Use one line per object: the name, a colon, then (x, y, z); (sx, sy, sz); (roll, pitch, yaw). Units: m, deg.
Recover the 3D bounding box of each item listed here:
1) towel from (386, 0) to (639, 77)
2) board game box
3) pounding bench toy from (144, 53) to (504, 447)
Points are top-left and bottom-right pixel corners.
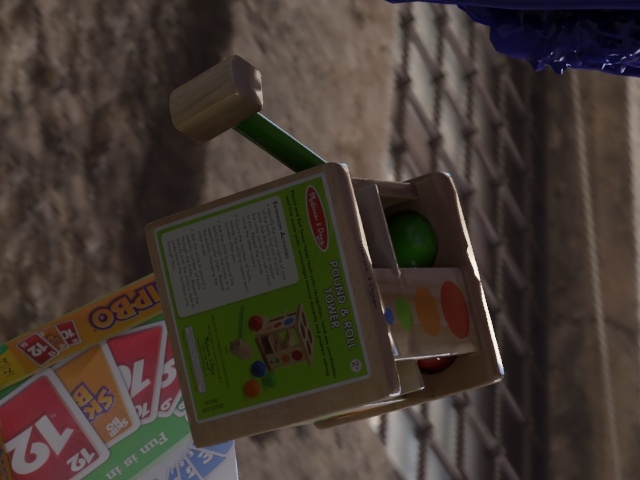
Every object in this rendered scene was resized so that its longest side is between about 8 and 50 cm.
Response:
towel: (0.127, -0.171, 0.350); (0.227, 0.076, 0.308); (-1, -117, 16)
board game box: (-0.103, 0.134, 0.991); (0.124, 0.259, 0.039); (-26, -130, -22)
pounding bench toy: (0.000, 0.000, 0.439); (0.052, 0.065, 0.083); (-18, -99, 29)
